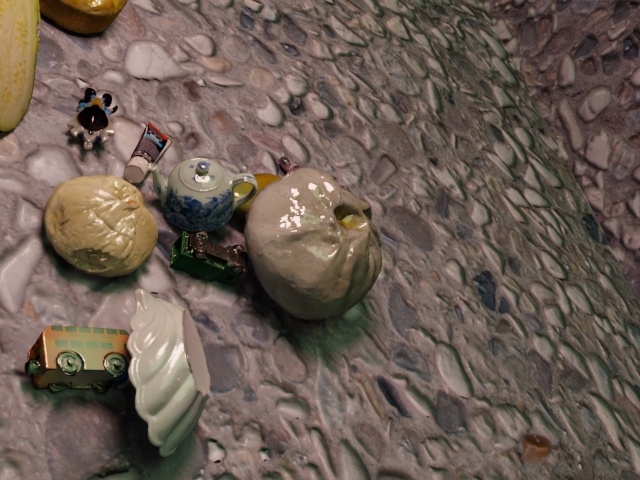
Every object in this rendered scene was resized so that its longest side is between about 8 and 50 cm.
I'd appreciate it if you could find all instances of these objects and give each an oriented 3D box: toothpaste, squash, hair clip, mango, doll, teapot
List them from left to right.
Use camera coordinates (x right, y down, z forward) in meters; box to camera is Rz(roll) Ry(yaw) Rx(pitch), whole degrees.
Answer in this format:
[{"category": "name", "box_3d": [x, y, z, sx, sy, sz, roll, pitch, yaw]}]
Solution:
[{"category": "squash", "box_3d": [-0.611, -0.376, 1.483, 0.233, 0.210, 0.309, -54, 120, -81]}, {"category": "doll", "box_3d": [-0.480, -0.255, 1.655, 0.096, 0.070, 0.195, 11, 40, -16]}, {"category": "toothpaste", "box_3d": [-0.377, -0.193, 1.718, 0.071, 0.045, 0.193, 40, 31, -20]}, {"category": "teapot", "box_3d": [-0.249, -0.112, 1.646, 0.232, 0.159, 0.159, 4, 50, -12]}, {"category": "mango", "box_3d": [-0.141, -0.094, 1.799, 0.194, 0.092, 0.130, 3, 65, -44]}, {"category": "hair clip", "box_3d": [-0.018, -0.133, 1.994, 0.187, 0.056, 0.146, 10, 51, -26]}]

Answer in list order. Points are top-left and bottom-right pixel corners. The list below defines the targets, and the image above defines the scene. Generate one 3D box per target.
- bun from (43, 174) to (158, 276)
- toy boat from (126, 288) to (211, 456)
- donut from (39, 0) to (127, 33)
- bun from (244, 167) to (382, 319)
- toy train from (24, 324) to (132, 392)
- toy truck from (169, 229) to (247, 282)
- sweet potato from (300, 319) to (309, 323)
[{"category": "bun", "box_3d": [-0.399, -0.039, 1.478, 0.220, 0.134, 0.220, 28, 37, -24]}, {"category": "toy boat", "box_3d": [-0.255, 0.216, 1.337, 0.199, 0.100, 0.290, 68, 4, -60]}, {"category": "donut", "box_3d": [-0.587, -0.598, 1.816, 0.261, 0.128, 0.208, 43, 39, -4]}, {"category": "bun", "box_3d": [0.001, 0.006, 1.689, 0.354, 0.194, 0.354, 26, 51, -37]}, {"category": "toy train", "box_3d": [-0.399, 0.198, 1.314, 0.188, 0.072, 0.099, 10, 50, -37]}, {"category": "toy truck", "box_3d": [-0.226, 0.036, 1.616, 0.147, 0.079, 0.065, 22, 42, -26]}, {"category": "sweet potato", "box_3d": [-0.054, 0.139, 1.727, 0.026, 0.026, 0.115, -7, 57, -46]}]
